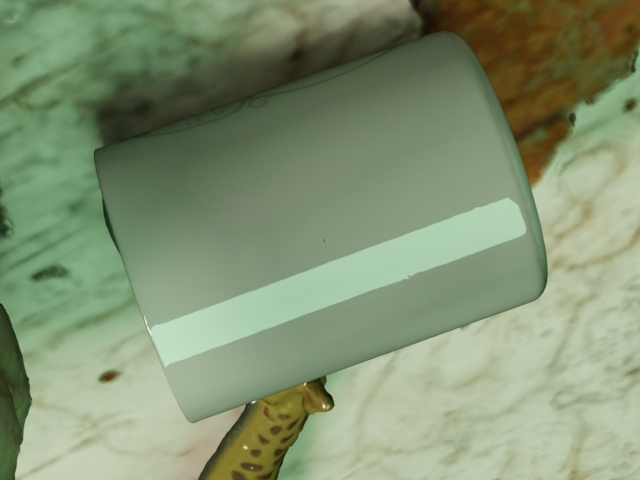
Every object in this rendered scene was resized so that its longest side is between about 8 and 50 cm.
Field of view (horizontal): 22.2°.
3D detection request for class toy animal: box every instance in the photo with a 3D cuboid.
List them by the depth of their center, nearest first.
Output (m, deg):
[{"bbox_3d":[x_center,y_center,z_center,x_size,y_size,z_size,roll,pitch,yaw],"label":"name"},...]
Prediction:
[{"bbox_3d":[-0.073,0.134,0.703,0.275,0.054,0.149,-37,133,21],"label":"toy animal"}]

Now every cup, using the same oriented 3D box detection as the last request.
[{"bbox_3d":[-0.003,-0.009,0.566,0.133,0.136,0.099,-20,104,-2],"label":"cup"}]

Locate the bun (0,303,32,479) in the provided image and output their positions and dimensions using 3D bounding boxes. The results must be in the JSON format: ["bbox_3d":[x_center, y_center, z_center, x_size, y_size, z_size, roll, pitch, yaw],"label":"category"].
[{"bbox_3d":[-0.220,0.072,0.467,0.282,0.205,0.281,-11,135,-11],"label":"bun"}]
